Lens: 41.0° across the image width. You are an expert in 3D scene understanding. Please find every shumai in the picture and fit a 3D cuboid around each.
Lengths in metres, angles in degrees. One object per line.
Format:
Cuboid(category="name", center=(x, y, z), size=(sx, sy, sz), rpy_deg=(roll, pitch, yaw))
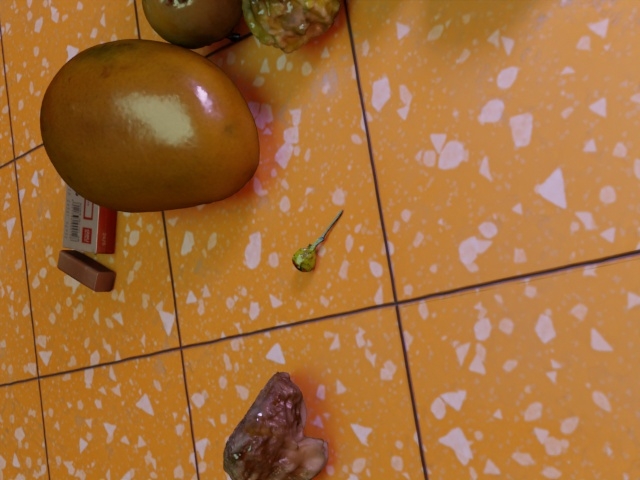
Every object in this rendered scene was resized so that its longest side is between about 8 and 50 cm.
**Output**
Cuboid(category="shumai", center=(-0.060, 0.307, 1.312), size=(0.153, 0.209, 0.161), rpy_deg=(41, 104, -2))

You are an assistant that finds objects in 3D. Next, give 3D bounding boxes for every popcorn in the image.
Cuboid(category="popcorn", center=(-0.043, -0.381, 1.310), size=(0.173, 0.142, 0.174), rpy_deg=(-38, 43, 46))

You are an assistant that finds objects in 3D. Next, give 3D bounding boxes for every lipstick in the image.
Cuboid(category="lipstick", center=(-0.477, 0.061, 1.736), size=(0.145, 0.045, 0.045), rpy_deg=(23, 103, 40))

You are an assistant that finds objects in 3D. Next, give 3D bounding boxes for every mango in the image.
Cuboid(category="mango", center=(-0.293, -0.188, 1.461), size=(0.445, 0.232, 0.300), rpy_deg=(13, 105, 34))

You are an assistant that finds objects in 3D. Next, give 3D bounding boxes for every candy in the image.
Cuboid(category="candy", center=(0.000, 0.000, 1.335), size=(0.123, 0.035, 0.035), rpy_deg=(-51, 47, 17))

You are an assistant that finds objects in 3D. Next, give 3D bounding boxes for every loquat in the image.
Cuboid(category="loquat", center=(-0.219, -0.402, 1.421), size=(0.172, 0.204, 0.150), rpy_deg=(-9, 62, 52))

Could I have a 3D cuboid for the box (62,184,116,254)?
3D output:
Cuboid(category="box", center=(-0.459, -0.090, 1.719), size=(0.122, 0.050, 0.230), rpy_deg=(7, 94, 39))
